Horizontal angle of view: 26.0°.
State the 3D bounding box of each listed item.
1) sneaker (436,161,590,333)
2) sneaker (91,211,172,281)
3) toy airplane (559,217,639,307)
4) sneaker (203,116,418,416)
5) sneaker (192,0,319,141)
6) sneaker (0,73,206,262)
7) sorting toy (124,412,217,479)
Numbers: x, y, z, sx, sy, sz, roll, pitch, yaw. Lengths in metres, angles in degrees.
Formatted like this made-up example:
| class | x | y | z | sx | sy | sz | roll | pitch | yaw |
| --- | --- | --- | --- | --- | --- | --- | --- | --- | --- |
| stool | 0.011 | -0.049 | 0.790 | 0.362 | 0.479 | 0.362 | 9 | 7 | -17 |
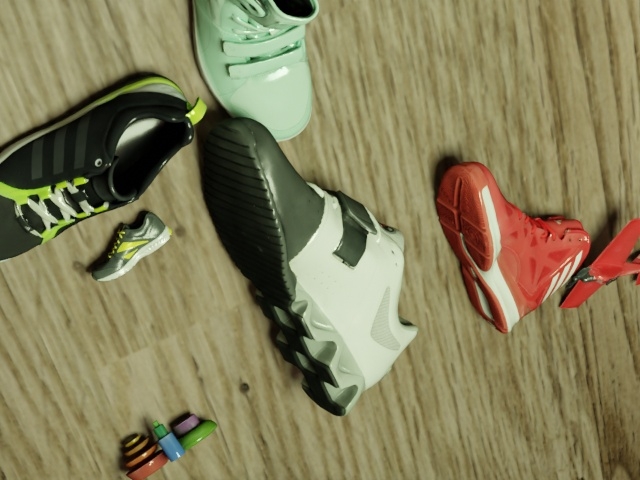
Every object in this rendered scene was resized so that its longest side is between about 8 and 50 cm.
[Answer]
| class | x | y | z | sx | sy | sz | roll | pitch | yaw |
| --- | --- | --- | --- | --- | --- | --- | --- | --- | --- |
| sneaker | 0.199 | -0.017 | 1.402 | 0.128 | 0.087 | 0.221 | -34 | 138 | -15 |
| sneaker | -0.177 | 0.004 | 1.260 | 0.083 | 0.031 | 0.035 | -37 | 112 | -8 |
| toy airplane | 0.321 | 0.030 | 1.484 | 0.151 | 0.028 | 0.151 | -27 | 153 | -15 |
| sneaker | 0.000 | 0.000 | 1.298 | 0.146 | 0.122 | 0.330 | -38 | 129 | -20 |
| sneaker | -0.047 | -0.169 | 1.149 | 0.094 | 0.151 | 0.256 | -26 | 126 | -12 |
| sneaker | -0.202 | -0.058 | 1.169 | 0.235 | 0.097 | 0.084 | -39 | 125 | -1 |
| sorting toy | -0.153 | 0.195 | 1.364 | 0.102 | 0.061 | 0.042 | -33 | 91 | -14 |
